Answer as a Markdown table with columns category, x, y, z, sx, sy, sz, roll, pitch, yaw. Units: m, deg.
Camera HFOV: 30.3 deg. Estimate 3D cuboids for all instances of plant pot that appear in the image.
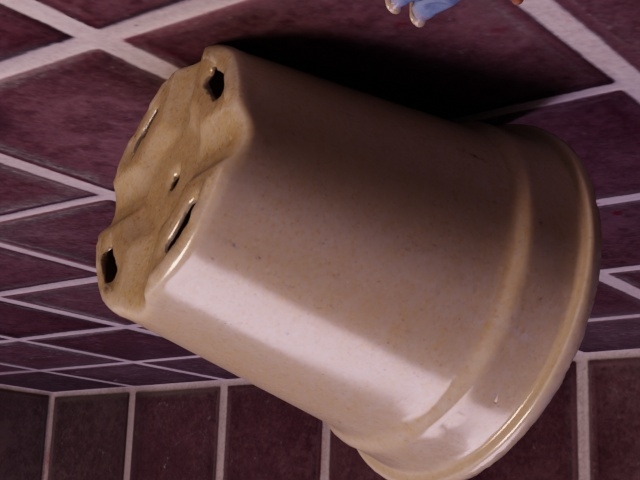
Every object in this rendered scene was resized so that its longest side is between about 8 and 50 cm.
| category | x | y | z | sx | sy | sz | roll | pitch | yaw |
| --- | --- | --- | --- | --- | --- | --- | --- | --- | --- |
| plant pot | 0.000 | 0.000 | 0.964 | 0.305 | 0.334 | 0.334 | 24 | 157 | -27 |

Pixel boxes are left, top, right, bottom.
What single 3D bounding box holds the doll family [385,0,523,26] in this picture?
| category | x | y | z | sx | sy | sz | roll | pitch | yaw |
| --- | --- | --- | --- | --- | --- | --- | --- | --- | --- |
| doll family | 0.043 | -0.180 | 0.668 | 0.193 | 0.076 | 0.111 | 7 | 161 | -38 |
